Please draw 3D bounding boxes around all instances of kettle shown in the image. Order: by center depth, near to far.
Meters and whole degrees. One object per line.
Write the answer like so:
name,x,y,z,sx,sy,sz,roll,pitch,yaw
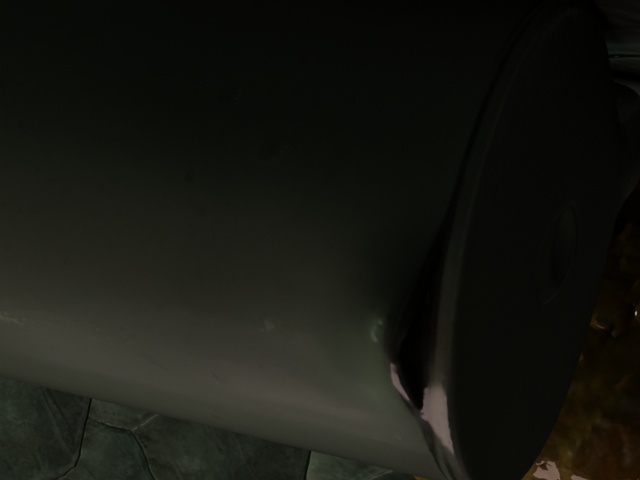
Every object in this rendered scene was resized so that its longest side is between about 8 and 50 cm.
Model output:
kettle,-0.041,-0.023,0.686,0.318,0.205,0.265,10,173,25

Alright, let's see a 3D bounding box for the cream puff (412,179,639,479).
cream puff,0.206,0.071,0.991,0.343,0.231,0.327,12,-179,-41
